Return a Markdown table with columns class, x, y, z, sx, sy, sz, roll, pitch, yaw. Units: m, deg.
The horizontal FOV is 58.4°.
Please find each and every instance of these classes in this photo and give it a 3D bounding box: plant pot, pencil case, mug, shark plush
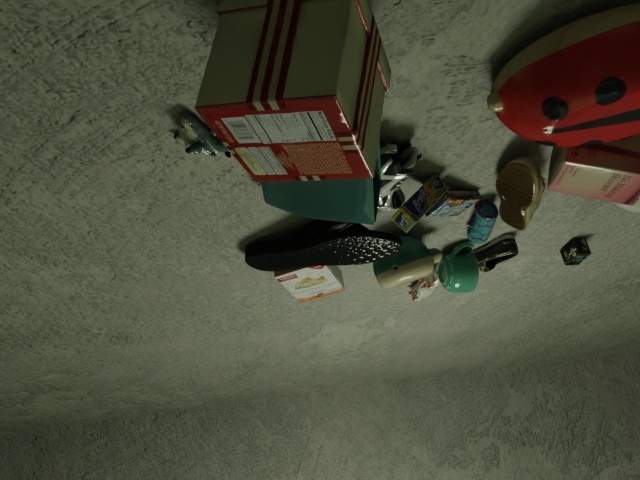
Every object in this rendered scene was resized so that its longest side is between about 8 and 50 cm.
| class | x | y | z | sx | sy | sz | roll | pitch | yaw |
| --- | --- | --- | --- | --- | --- | --- | --- | --- | --- |
| plant pot | 0.000 | -0.147 | 1.174 | 0.234 | 0.166 | 0.166 | 1 | 129 | 10 |
| pencil case | 0.458 | -0.050 | 1.629 | 0.070 | 0.065 | 0.152 | 26 | 154 | 15 |
| mug | 0.431 | 0.087 | 1.823 | 0.097 | 0.158 | 0.129 | -1 | 175 | -10 |
| shark plush | -0.217 | -0.202 | 1.159 | 0.161 | 0.073 | 0.067 | 18 | 111 | -34 |

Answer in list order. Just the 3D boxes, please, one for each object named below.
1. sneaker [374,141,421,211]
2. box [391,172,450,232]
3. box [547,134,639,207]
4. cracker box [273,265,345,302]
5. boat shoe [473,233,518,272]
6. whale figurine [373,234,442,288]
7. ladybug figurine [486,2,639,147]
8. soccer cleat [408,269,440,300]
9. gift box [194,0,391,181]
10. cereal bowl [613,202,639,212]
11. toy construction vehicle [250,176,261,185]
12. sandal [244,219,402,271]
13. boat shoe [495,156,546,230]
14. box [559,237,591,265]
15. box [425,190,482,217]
| class | x | y | z | sx | sy | sz | roll | pitch | yaw |
| --- | --- | --- | --- | --- | --- | --- | --- | --- | --- |
| sneaker | 0.179 | -0.152 | 1.326 | 0.152 | 0.094 | 0.235 | -17 | 142 | 30 |
| box | 0.245 | -0.093 | 1.397 | 0.169 | 0.054 | 0.059 | -43 | 173 | -37 |
| box | 0.658 | -0.177 | 1.304 | 0.232 | 0.127 | 0.149 | 12 | 160 | 10 |
| cracker box | -0.032 | 0.107 | 1.755 | 0.155 | 0.067 | 0.232 | -17 | 150 | 12 |
| boat shoe | 0.538 | 0.062 | 1.851 | 0.081 | 0.069 | 0.227 | 11 | 145 | -33 |
| whale figurine | 0.257 | 0.055 | 1.721 | 0.216 | 0.141 | 0.272 | -24 | 173 | 24 |
| ladybug figurine | 0.554 | -0.298 | 1.113 | 0.448 | 0.162 | 0.305 | -13 | 151 | 6 |
| soccer cleat | 0.371 | 0.148 | 1.968 | 0.076 | 0.068 | 0.196 | -14 | 156 | -25 |
| gift box | -0.048 | -0.262 | 0.903 | 0.276 | 0.258 | 0.255 | 4 | 157 | 17 |
| cereal bowl | 0.918 | -0.170 | 1.483 | 0.338 | 0.141 | 0.339 | -7 | 152 | -4 |
| toy construction vehicle | -0.146 | -0.172 | 1.199 | 0.035 | 0.086 | 0.098 | -7 | 153 | 8 |
| sandal | -0.002 | -0.001 | 1.558 | 0.445 | 0.107 | 0.167 | -6 | 155 | 19 |
| boat shoe | 0.526 | -0.135 | 1.479 | 0.098 | 0.109 | 0.302 | -49 | 151 | -11 |
| box | 0.851 | 0.038 | 1.913 | 0.052 | 0.062 | 0.083 | -2 | 150 | -12 |
| box | 0.351 | -0.097 | 1.519 | 0.136 | 0.027 | 0.094 | -4 | 154 | -40 |
